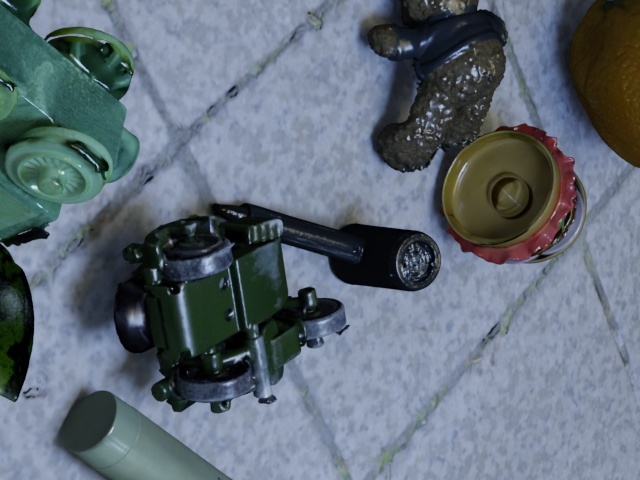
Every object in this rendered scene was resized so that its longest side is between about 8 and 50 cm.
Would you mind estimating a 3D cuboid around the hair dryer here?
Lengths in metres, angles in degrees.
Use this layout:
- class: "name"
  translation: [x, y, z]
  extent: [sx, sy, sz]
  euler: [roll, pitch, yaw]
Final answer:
- class: "hair dryer"
  translation: [0.000, 0.000, 1.891]
  extent: [0.255, 0.128, 0.070]
  euler: [15, 85, -36]

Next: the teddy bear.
- class: "teddy bear"
  translation: [0.148, -0.206, 1.999]
  extent: [0.182, 0.129, 0.251]
  euler: [-18, 109, -46]

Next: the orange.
- class: "orange"
  translation: [0.432, -0.211, 2.212]
  extent: [0.264, 0.264, 0.264]
  euler: [-8, 101, -45]

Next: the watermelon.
- class: "watermelon"
  translation: [-0.323, 0.065, 1.537]
  extent: [0.193, 0.145, 0.137]
  euler: [-31, 121, -40]

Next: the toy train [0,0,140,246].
- class: "toy train"
  translation: [-0.282, -0.123, 1.508]
  extent: [0.272, 0.188, 0.159]
  euler: [39, 45, -39]

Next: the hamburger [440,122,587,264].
- class: "hamburger"
  translation: [0.235, -0.045, 2.099]
  extent: [0.137, 0.175, 0.175]
  euler: [27, 75, -57]

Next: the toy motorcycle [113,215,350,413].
- class: "toy motorcycle"
  translation: [-0.092, 0.060, 1.771]
  extent: [0.275, 0.127, 0.205]
  euler: [-31, 117, -52]

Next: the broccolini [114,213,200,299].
- class: "broccolini"
  translation: [-0.156, 0.022, 1.783]
  extent: [0.140, 0.035, 0.030]
  euler: [-48, 131, -32]

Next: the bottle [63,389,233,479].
- class: "bottle"
  translation: [-0.167, 0.225, 1.772]
  extent: [0.201, 0.072, 0.072]
  euler: [43, 65, -41]
